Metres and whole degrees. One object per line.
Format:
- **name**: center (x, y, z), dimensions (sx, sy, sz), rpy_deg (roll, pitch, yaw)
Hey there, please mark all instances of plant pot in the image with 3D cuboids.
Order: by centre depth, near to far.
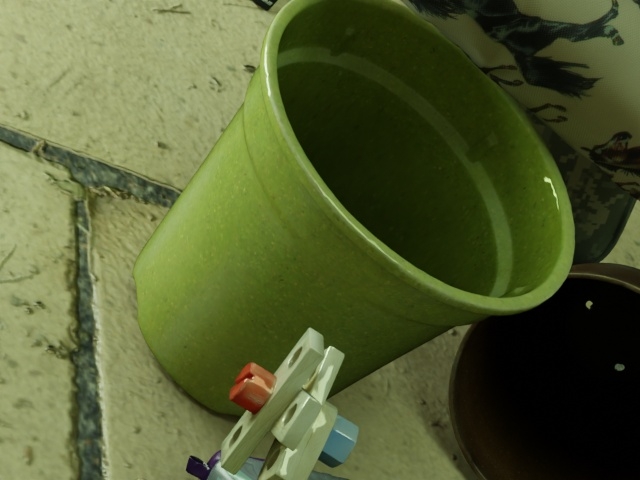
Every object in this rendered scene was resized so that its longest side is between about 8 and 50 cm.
- **plant pot**: center (0.000, 0.000, 1.436), dimensions (0.276, 0.254, 0.276), rpy_deg (27, 40, -26)
- **plant pot**: center (0.238, 0.105, 1.647), dimensions (0.215, 0.215, 0.230), rpy_deg (49, 21, 2)

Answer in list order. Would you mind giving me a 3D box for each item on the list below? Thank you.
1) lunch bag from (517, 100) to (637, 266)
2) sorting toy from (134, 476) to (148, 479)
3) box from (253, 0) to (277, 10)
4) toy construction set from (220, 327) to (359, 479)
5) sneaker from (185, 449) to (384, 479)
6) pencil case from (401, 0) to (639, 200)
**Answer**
- **lunch bag**: center (0.183, -0.164, 1.709), dimensions (0.212, 0.305, 0.256), rpy_deg (7, 36, -13)
- **sorting toy**: center (-0.024, 0.314, 1.310), dimensions (0.307, 0.041, 0.229), rpy_deg (34, 34, -17)
- **box**: center (-0.065, -0.259, 1.807), dimensions (0.067, 0.018, 0.083), rpy_deg (33, 39, -20)
- **toy construction set**: center (0.048, 0.220, 1.245), dimensions (0.327, 0.215, 0.151), rpy_deg (41, 33, 0)
- **sneaker**: center (0.004, 0.191, 1.418), dimensions (0.098, 0.083, 0.223), rpy_deg (35, 6, 41)
- **pencil case**: center (0.188, -0.182, 1.445), dimensions (0.410, 0.160, 0.184), rpy_deg (37, 48, -24)
